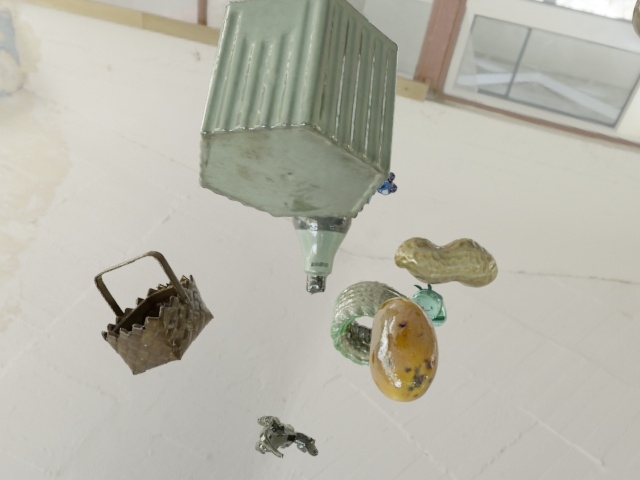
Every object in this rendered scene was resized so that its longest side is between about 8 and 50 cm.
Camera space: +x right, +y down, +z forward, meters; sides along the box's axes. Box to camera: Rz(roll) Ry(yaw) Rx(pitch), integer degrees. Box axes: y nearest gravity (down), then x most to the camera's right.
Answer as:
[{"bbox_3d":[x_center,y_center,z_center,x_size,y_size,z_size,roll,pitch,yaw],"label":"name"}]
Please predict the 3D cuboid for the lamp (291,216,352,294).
[{"bbox_3d":[0.017,-0.007,1.502,0.182,0.182,0.314,-9,-96,-24],"label":"lamp"}]

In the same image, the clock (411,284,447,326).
[{"bbox_3d":[0.315,0.188,1.502,0.101,0.135,0.041,-5,-167,36],"label":"clock"}]

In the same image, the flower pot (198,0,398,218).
[{"bbox_3d":[-0.028,-0.151,0.612,0.239,0.209,0.189,-1,-113,16],"label":"flower pot"}]

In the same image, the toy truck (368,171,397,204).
[{"bbox_3d":[0.131,-0.128,1.198,0.090,0.073,0.056,-35,-134,-15],"label":"toy truck"}]

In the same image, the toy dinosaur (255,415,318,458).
[{"bbox_3d":[-0.063,0.428,1.108,0.187,0.179,0.087,16,-116,-34],"label":"toy dinosaur"}]

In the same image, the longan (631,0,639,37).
[{"bbox_3d":[0.513,-0.339,0.742,0.092,0.113,0.113,4,-147,17],"label":"longan"}]

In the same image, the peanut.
[{"bbox_3d":[0.339,0.054,1.356,0.298,0.136,0.120,6,-169,-14],"label":"peanut"}]

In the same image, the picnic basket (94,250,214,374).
[{"bbox_3d":[-0.514,0.203,1.534,0.254,0.321,0.291,-19,-162,21],"label":"picnic basket"}]

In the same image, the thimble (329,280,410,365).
[{"bbox_3d":[0.137,0.215,1.341,0.219,0.219,0.150,13,-147,4],"label":"thimble"}]

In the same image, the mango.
[{"bbox_3d":[0.123,0.154,0.761,0.090,0.115,0.178,27,-141,-16],"label":"mango"}]
